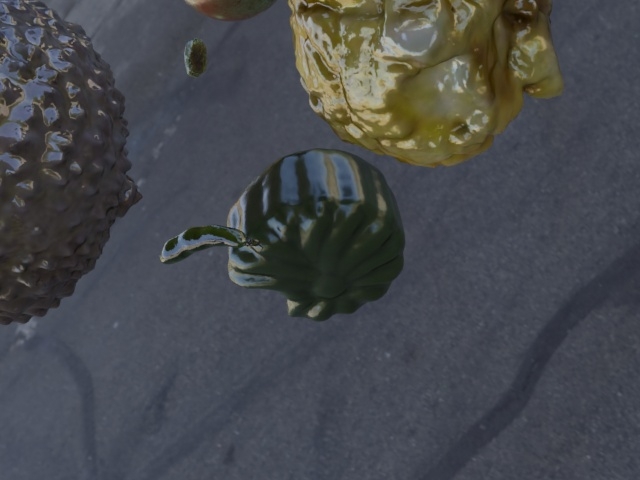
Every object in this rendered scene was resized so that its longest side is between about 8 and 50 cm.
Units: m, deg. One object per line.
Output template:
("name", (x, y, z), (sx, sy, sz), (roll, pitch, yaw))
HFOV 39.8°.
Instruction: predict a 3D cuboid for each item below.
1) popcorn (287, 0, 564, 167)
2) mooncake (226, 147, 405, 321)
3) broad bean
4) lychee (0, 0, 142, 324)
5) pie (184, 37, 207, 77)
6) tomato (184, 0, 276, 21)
("popcorn", (0.111, -0.286, 1.152), (0.390, 0.344, 0.354), (46, 113, 24))
("mooncake", (0.000, 0.000, 1.684), (0.351, 0.351, 0.187), (-38, 38, 25))
("broad bean", (-0.205, 0.007, 1.540), (0.227, 0.069, 0.039), (-6, 34, 34))
("lychee", (-0.397, -0.096, 0.946), (0.380, 0.432, 0.380), (-27, 57, 52))
("pie", (-0.250, -0.368, 1.781), (0.020, 0.084, 0.084), (5, 62, 18))
("tomato", (-0.185, -0.601, 1.869), (0.270, 0.270, 0.222), (-56, 22, 0))
